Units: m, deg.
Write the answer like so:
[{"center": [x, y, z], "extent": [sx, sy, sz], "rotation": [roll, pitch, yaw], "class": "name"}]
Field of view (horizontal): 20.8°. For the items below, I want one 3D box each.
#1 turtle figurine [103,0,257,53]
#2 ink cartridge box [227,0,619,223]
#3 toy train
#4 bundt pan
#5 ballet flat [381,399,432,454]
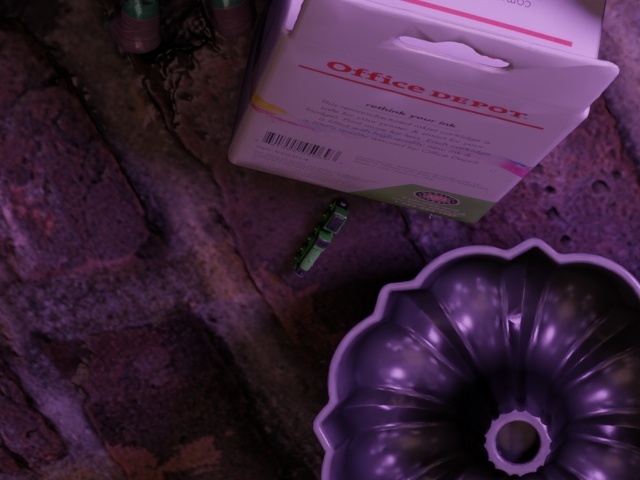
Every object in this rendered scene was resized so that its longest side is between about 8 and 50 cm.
[{"center": [-0.107, -0.245, 1.237], "extent": [0.175, 0.118, 0.234], "rotation": [3, 134, 4], "class": "turtle figurine"}, {"center": [0.065, -0.130, 1.186], "extent": [0.207, 0.119, 0.353], "rotation": [14, 164, -7], "class": "ink cartridge box"}, {"center": [0.000, 0.000, 1.472], "extent": [0.017, 0.023, 0.083], "rotation": [24, 126, -13], "class": "toy train"}, {"center": [0.163, 0.157, 1.451], "extent": [0.331, 0.124, 0.331], "rotation": [0, 94, 5], "class": "bundt pan"}, {"center": [0.123, 0.148, 1.554], "extent": [0.247, 0.083, 0.087], "rotation": [4, 105, 3], "class": "ballet flat"}]
